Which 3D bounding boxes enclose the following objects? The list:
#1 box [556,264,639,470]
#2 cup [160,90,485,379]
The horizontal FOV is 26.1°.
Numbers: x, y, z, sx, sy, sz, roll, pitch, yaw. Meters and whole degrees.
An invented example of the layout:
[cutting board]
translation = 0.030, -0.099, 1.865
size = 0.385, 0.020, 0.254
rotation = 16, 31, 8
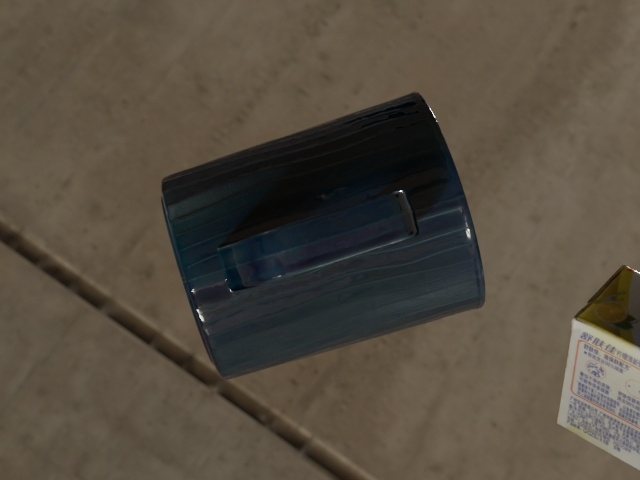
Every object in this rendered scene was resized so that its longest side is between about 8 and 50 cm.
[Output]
[box]
translation = 0.373, 0.161, 1.348
size = 0.097, 0.265, 0.168
rotation = -38, 142, -35
[cup]
translation = -0.003, -0.008, 0.679
size = 0.138, 0.113, 0.150
rotation = -18, 152, -3
